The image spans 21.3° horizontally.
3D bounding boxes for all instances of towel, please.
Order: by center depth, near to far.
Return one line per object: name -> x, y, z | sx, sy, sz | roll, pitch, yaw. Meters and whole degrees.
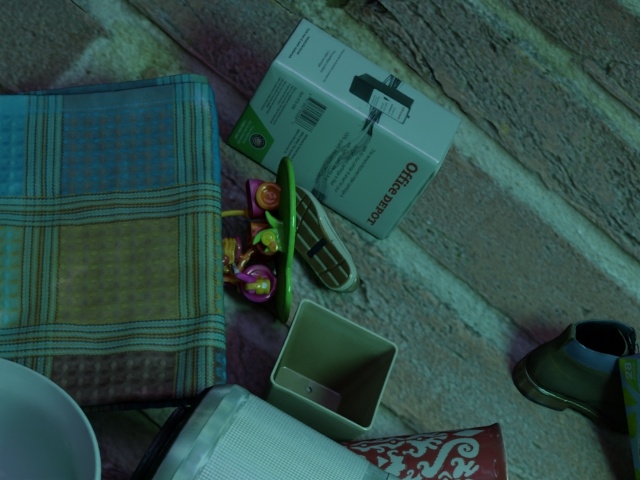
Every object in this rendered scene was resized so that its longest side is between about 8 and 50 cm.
towel -> -0.229, -0.002, 1.650 | 0.271, 0.040, 0.370 | -4, 57, 0

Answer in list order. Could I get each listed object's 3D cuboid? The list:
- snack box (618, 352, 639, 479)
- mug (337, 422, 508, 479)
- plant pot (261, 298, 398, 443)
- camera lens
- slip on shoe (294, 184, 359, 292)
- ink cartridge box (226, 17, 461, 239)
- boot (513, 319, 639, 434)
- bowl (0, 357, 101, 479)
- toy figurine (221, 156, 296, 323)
snack box -> 0.394, 0.215, 1.722 | 0.070, 0.174, 0.207 | -9, 93, -30
mug -> 0.092, 0.253, 1.624 | 0.169, 0.113, 0.150 | -3, 84, 0
plant pot -> -0.002, 0.143, 1.681 | 0.109, 0.096, 0.109 | 27, 51, -6
camera lens -> -0.039, 0.271, 1.482 | 0.274, 0.219, 0.219 | 30, 50, 3
slip on shoe -> 0.000, 0.000, 1.820 | 0.135, 0.051, 0.041 | 53, 12, 25
ink cartridge box -> 0.025, -0.117, 1.839 | 0.208, 0.153, 0.087 | 33, 49, -3
boot -> 0.328, 0.147, 1.829 | 0.219, 0.106, 0.082 | 12, 54, -18
bowl -> -0.326, 0.238, 1.408 | 0.298, 0.134, 0.298 | 1, 40, -1
toy figurine -> -0.112, -0.002, 1.742 | 0.159, 0.130, 0.173 | 1, 81, -9
